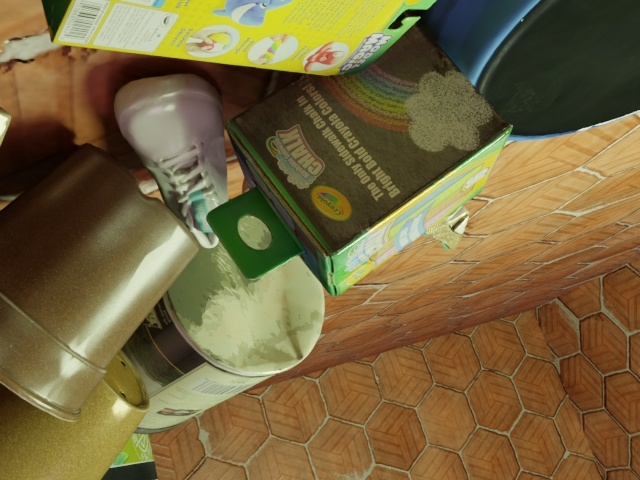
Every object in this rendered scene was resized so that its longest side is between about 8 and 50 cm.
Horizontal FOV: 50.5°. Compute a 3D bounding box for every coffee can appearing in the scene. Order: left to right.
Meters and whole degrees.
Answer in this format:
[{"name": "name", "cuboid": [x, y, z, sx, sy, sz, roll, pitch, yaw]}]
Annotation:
[{"name": "coffee can", "cuboid": [-0.155, 0.101, 0.815, 0.201, 0.201, 0.275, -3, 158, -42]}]

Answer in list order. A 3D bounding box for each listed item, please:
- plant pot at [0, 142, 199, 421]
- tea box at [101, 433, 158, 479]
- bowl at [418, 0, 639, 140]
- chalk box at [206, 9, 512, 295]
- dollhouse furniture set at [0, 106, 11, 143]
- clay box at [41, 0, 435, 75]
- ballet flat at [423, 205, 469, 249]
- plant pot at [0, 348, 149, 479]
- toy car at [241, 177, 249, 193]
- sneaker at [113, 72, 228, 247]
[{"name": "plant pot", "cuboid": [-0.197, 0.023, 0.534, 0.165, 0.167, 0.167, -49, 169, -14]}, {"name": "tea box", "cuboid": [-0.444, 0.366, 1.142, 0.220, 0.323, 0.329, -18, 165, 1]}, {"name": "bowl", "cuboid": [0.271, -0.199, 0.526, 0.391, 0.077, 0.391, -17, 164, -5]}, {"name": "chalk box", "cuboid": [0.016, -0.049, 0.535, 0.213, 0.132, 0.132, -35, 165, -7]}, {"name": "dollhouse furniture set", "cuboid": [-0.319, -0.054, 0.436, 0.144, 0.123, 0.151, 7, 115, -57]}, {"name": "clay box", "cuboid": [-0.027, -0.155, 0.381, 0.222, 0.053, 0.127, -6, 160, -41]}, {"name": "ballet flat", "cuboid": [0.184, -0.031, 1.001, 0.067, 0.073, 0.206, -36, 162, 17]}, {"name": "plant pot", "cuboid": [-0.306, 0.194, 0.662, 0.254, 0.237, 0.237, -38, 164, -4]}, {"name": "toy car", "cuboid": [0.042, -0.070, 0.724, 0.239, 0.053, 0.225, -10, 168, 0]}, {"name": "sneaker", "cuboid": [-0.104, -0.054, 0.553, 0.080, 0.094, 0.212, -16, 163, -4]}]
